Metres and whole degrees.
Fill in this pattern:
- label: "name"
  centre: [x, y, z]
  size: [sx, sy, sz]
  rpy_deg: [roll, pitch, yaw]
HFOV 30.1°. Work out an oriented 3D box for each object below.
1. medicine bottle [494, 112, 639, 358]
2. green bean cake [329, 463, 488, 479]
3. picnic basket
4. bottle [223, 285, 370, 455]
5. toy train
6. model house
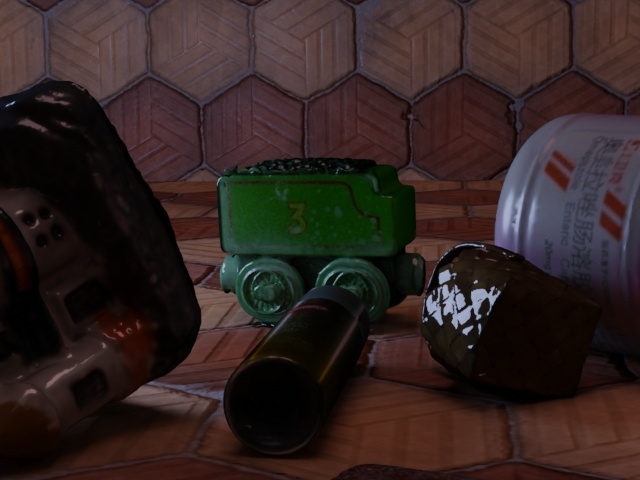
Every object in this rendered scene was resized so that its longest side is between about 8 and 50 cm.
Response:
- label: "medicine bottle"
  centre: [0.350, 0.000, 1.146]
  size: [0.302, 0.241, 0.241]
  rpy_deg: [8, 12, 42]
- label: "green bean cake"
  centre: [0.052, 0.174, 0.659]
  size: [0.135, 0.056, 0.136]
  rpy_deg: [2, 9, 27]
- label: "picnic basket"
  centre: [0.154, 0.069, 1.093]
  size: [0.138, 0.128, 0.178]
  rpy_deg: [15, 2, -29]
- label: "bottle"
  centre: [-0.012, 0.103, 1.032]
  size: [0.082, 0.082, 0.286]
  rpy_deg: [1, 9, 9]
- label: "toy train"
  centre: [0.000, 0.000, 1.348]
  size: [0.243, 0.188, 0.132]
  rpy_deg: [2, 12, 18]
- label: "model house"
  centre: [-0.274, 0.053, 0.915]
  size: [0.190, 0.271, 0.301]
  rpy_deg: [-12, 16, 37]
